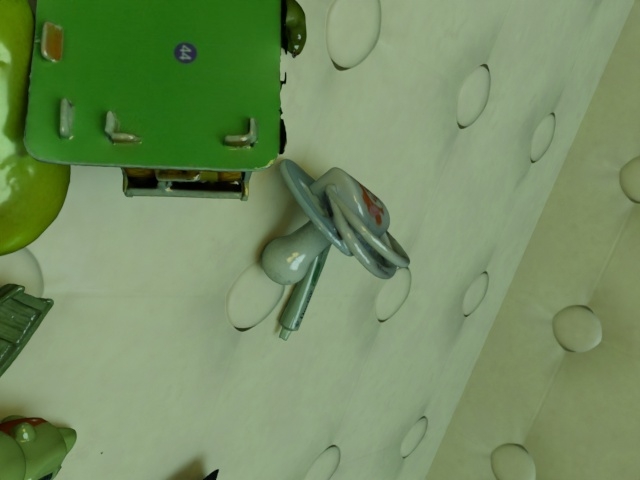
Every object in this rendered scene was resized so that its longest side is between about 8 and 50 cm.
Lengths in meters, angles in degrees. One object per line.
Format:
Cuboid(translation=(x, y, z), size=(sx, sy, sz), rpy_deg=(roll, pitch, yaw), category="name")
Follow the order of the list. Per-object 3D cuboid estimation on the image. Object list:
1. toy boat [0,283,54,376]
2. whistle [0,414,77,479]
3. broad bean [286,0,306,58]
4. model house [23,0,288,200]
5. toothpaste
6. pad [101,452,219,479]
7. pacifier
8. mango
Cuboid(translation=(-0.442, 0.173, 0.800), size=(0.293, 0.055, 0.093), rpy_deg=(-56, 146, -10), category="toy boat")
Cuboid(translation=(-0.401, 0.287, 0.859), size=(0.131, 0.106, 0.288), rpy_deg=(-61, 172, 1), category="whistle")
Cuboid(translation=(-0.068, -0.324, 0.931), size=(0.213, 0.048, 0.070), rpy_deg=(27, 72, -66), category="broad bean")
Cuboid(translation=(-0.177, -0.215, 0.772), size=(0.242, 0.313, 0.357), rpy_deg=(0, 81, -12), category="model house")
Cuboid(translation=(-0.029, 0.093, 1.297), size=(0.218, 0.041, 0.064), rpy_deg=(-66, 158, 1), category="toothpaste")
Cuboid(translation=(-0.291, 0.460, 1.191), size=(0.250, 0.055, 0.323), rpy_deg=(-31, 135, -37), category="pad")
Cuboid(translation=(0.000, 0.000, 1.147), size=(0.233, 0.244, 0.299), rpy_deg=(-37, 148, 17), category="pacifier")
Cuboid(translation=(-0.348, -0.110, 0.648), size=(0.185, 0.149, 0.273), rpy_deg=(-23, 125, -31), category="mango")
